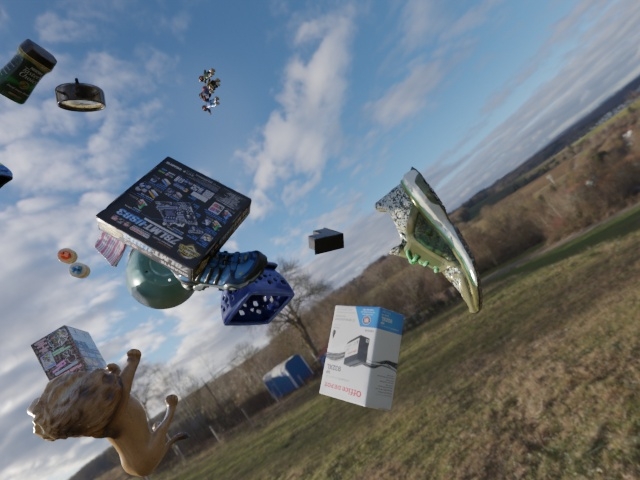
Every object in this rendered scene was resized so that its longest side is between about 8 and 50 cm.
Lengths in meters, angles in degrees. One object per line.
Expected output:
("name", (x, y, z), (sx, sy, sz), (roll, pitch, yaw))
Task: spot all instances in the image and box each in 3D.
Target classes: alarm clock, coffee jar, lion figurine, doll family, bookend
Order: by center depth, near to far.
("lion figurine", (-0.433, 0.411, 0.895), (0.142, 0.391, 0.240), (-29, 24, 9))
("coffee jar", (-0.894, -0.509, 1.218), (0.184, 0.079, 0.096), (-46, -27, 6))
("alarm clock", (-0.724, -0.428, 1.220), (0.130, 0.064, 0.192), (-8, 1, -26))
("doll family", (-0.492, -0.652, 1.769), (0.112, 0.192, 0.076), (-8, -17, 38))
("bookend", (0.000, 0.000, 1.846), (0.158, 0.072, 0.156), (-13, 18, -31))

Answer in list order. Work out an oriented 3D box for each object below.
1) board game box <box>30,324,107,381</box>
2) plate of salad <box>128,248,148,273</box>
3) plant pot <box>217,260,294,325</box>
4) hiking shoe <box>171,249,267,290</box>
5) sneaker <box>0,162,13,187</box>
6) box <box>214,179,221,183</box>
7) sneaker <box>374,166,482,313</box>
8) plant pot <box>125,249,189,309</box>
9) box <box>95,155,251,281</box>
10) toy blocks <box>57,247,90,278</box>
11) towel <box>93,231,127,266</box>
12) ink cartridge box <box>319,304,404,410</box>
("board game box", (-1.018, 0.525, 1.684), (0.141, 0.290, 0.232), (-34, -14, -16))
("plate of salad", (-0.759, 0.090, 1.821), (0.200, 0.048, 0.199), (-7, -49, -8))
("plant pot", (-0.285, 0.209, 1.698), (0.236, 0.212, 0.236), (10, -48, -43))
("hiking shoe", (-0.305, 0.078, 1.174), (0.305, 0.113, 0.132), (-13, -38, 17))
("sneaker", (-1.074, -0.165, 1.258), (0.209, 0.082, 0.069), (-40, -24, -23))
("box", (-0.410, -0.098, 1.356), (0.182, 0.119, 0.181), (-43, -5, 25))
("sneaker", (0.281, 0.017, 1.066), (0.182, 0.409, 0.158), (-32, -17, 20))
("plant pot", (-0.616, 0.112, 1.589), (0.293, 0.292, 0.235), (-33, -2, -27))
("box", (-0.393, -0.073, 1.122), (0.293, 0.296, 0.073), (-60, -5, -38))
("toy blocks", (-0.863, 0.077, 1.399), (0.054, 0.123, 0.148), (-41, 8, -22))
("towel", (-0.904, 0.009, 1.735), (0.144, 0.197, 0.029), (-61, -30, 6))
("ink cartridge box", (0.137, 0.383, 1.352), (0.129, 0.306, 0.223), (24, -20, -36))
